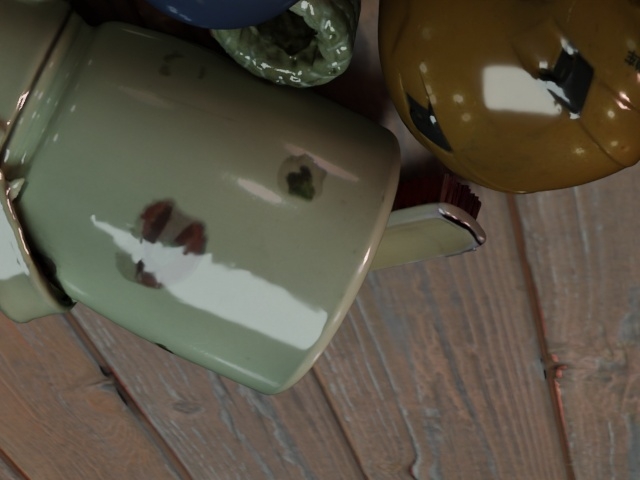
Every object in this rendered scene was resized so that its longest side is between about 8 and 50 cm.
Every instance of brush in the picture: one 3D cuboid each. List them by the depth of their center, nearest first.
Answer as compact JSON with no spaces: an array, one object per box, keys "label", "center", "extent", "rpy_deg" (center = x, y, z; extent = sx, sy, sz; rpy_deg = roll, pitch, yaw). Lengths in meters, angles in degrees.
[{"label":"brush","center":[0.000,0.000,1.108],"extent":[0.060,0.050,0.321],"rpy_deg":[33,149,-33]}]

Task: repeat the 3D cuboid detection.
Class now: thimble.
[{"label":"thimble","center":[-0.024,-0.151,0.868],"extent":[0.084,0.062,0.110],"rpy_deg":[-15,139,31]}]

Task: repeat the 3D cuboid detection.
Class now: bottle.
[{"label":"bottle","center":[-0.145,-0.045,0.928],"extent":[0.351,0.229,0.229],"rpy_deg":[24,145,-12]}]

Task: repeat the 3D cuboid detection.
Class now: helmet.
[{"label":"helmet","center":[0.130,-0.100,0.838],"extent":[0.198,0.130,0.224],"rpy_deg":[-11,141,35]}]

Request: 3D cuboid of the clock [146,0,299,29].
[{"label":"clock","center":[-0.097,-0.210,0.738],"extent":[0.243,0.147,0.200],"rpy_deg":[23,141,-4]}]
